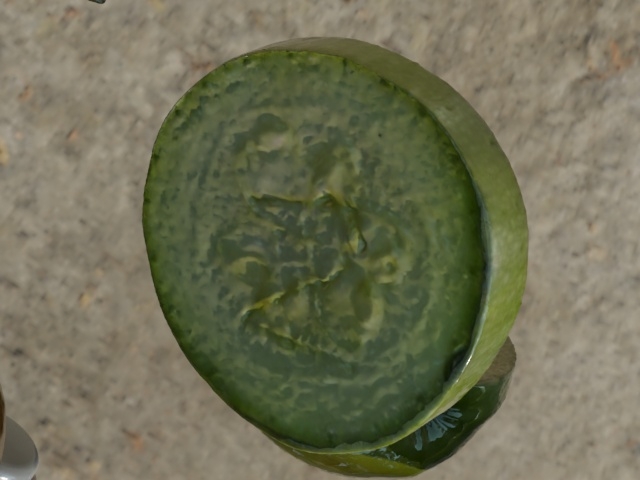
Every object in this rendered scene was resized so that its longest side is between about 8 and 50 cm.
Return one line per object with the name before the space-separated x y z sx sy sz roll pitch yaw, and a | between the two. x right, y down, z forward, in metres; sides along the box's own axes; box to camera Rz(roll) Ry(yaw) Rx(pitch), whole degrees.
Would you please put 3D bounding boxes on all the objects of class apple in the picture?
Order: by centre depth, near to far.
apple | 0.033 0.122 1.546 0.295 0.258 0.233 31 106 -39

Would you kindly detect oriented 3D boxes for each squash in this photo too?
squash | 0.000 0.000 0.911 0.252 0.049 0.252 10 109 31

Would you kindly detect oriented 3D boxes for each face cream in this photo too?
face cream | -0.258 0.176 1.102 0.091 0.091 0.095 35 108 -8

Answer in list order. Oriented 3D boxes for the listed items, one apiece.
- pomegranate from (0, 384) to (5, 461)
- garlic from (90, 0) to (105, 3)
pomegranate | -0.354 0.099 0.864 0.338 0.338 0.338 14 137 14
garlic | -0.201 -0.381 1.459 0.196 0.151 0.338 31 129 -29
